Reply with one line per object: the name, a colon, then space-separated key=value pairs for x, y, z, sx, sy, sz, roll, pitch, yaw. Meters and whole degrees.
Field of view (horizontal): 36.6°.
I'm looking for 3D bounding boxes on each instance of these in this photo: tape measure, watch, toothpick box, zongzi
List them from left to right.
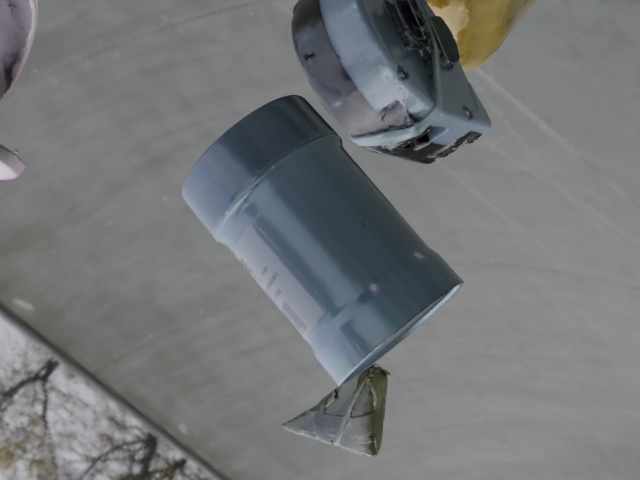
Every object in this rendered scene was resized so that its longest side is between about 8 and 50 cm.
watch: x=-0.415 y=-0.208 z=1.133 sx=0.211 sy=0.217 sz=0.248 roll=27 pitch=166 yaw=3
toothpick box: x=0.000 y=0.000 z=0.592 sx=0.153 sy=0.101 sz=0.101 roll=51 pitch=172 yaw=10
zongzi: x=0.014 y=0.176 z=1.067 sx=0.119 sy=0.109 sz=0.055 roll=12 pitch=-158 yaw=18
tape measure: x=0.060 y=-0.165 z=0.877 sx=0.181 sy=0.107 sz=0.182 roll=-8 pitch=-108 yaw=-60

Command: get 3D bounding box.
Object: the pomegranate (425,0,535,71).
pomegranate: x=0.104 y=-0.349 z=1.165 sx=0.333 sy=0.332 sz=0.332 roll=40 pitch=171 yaw=8
